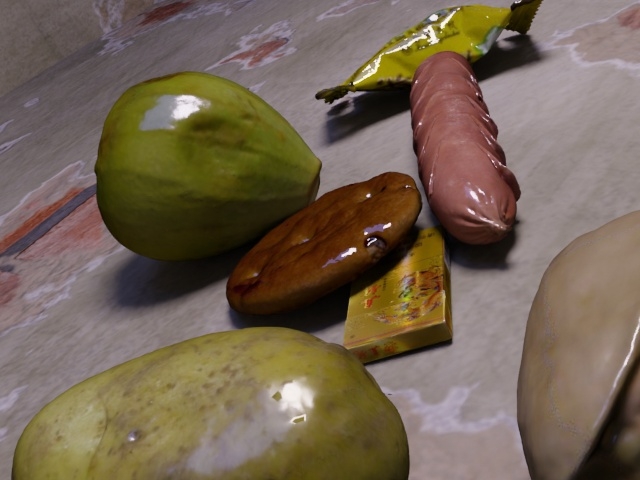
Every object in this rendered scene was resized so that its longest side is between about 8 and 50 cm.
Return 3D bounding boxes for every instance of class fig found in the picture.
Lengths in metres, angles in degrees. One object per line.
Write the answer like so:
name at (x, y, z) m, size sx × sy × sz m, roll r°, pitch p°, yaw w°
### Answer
fig at (-0.124, -0.084, 0.968) m, size 0.230 × 0.207 × 0.207 m, roll -18°, pitch 26°, yaw 14°

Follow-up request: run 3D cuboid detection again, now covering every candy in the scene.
candy at (0.136, -0.241, 1.173) m, size 0.297 × 0.081 × 0.187 m, roll -20°, pitch 3°, yaw 6°

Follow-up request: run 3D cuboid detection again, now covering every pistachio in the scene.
pistachio at (0.176, 0.064, 0.507) m, size 0.136 × 0.135 × 0.226 m, roll -7°, pitch 30°, yaw 32°

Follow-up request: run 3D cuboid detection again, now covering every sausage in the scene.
sausage at (0.136, -0.108, 0.929) m, size 0.088 × 0.087 × 0.433 m, roll -19°, pitch 26°, yaw 11°

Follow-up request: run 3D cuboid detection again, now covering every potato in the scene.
potato at (-0.065, 0.139, 0.551) m, size 0.229 × 0.148 × 0.197 m, roll -24°, pitch 12°, yaw -4°

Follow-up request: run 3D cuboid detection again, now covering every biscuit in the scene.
biscuit at (0.000, 0.000, 0.859) m, size 0.212 × 0.036 × 0.212 m, roll -28°, pitch 18°, yaw 10°

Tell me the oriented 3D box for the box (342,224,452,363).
box at (0.067, 0.042, 0.769) m, size 0.089 × 0.022 × 0.156 m, roll -18°, pitch 25°, yaw 18°
